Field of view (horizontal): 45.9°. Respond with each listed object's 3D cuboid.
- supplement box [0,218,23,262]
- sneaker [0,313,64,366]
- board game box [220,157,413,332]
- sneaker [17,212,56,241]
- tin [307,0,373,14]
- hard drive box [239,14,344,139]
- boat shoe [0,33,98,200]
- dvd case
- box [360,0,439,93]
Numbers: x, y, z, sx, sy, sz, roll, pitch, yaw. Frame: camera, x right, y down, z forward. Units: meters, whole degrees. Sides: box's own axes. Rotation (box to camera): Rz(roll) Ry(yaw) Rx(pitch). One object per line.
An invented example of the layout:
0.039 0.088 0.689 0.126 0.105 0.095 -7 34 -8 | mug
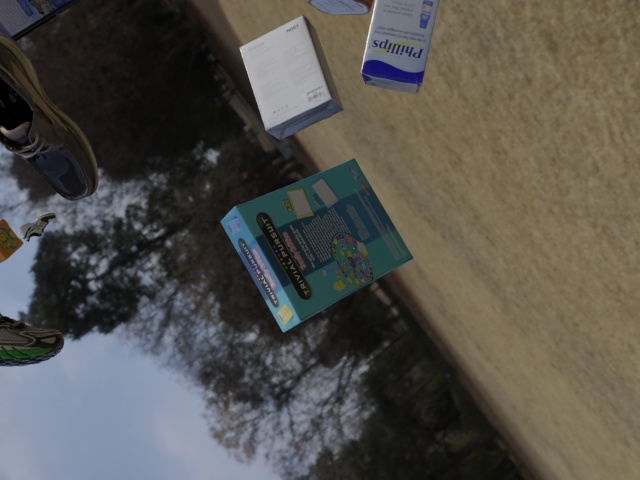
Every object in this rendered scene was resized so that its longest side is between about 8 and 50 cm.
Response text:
-0.807 0.036 1.752 0.078 0.233 0.080 57 -157 -20 | supplement box
-0.622 0.137 1.336 0.343 0.146 0.134 15 168 -4 | sneaker
0.000 0.000 1.546 0.254 0.336 0.079 60 142 6 | board game box
-0.584 -0.026 1.571 0.037 0.083 0.032 53 157 8 | sneaker
0.050 -0.610 1.924 0.189 0.040 0.106 14 -178 42 | tin
-0.070 -0.388 1.807 0.089 0.181 0.232 22 -131 -68 | hard drive box
-0.563 -0.213 1.440 0.355 0.132 0.130 58 -159 -23 | boat shoe
-0.693 -0.546 1.689 0.180 0.253 0.022 54 169 -2 | dvd case
0.096 -0.248 0.883 0.072 0.137 0.126 13 -172 4 | box
